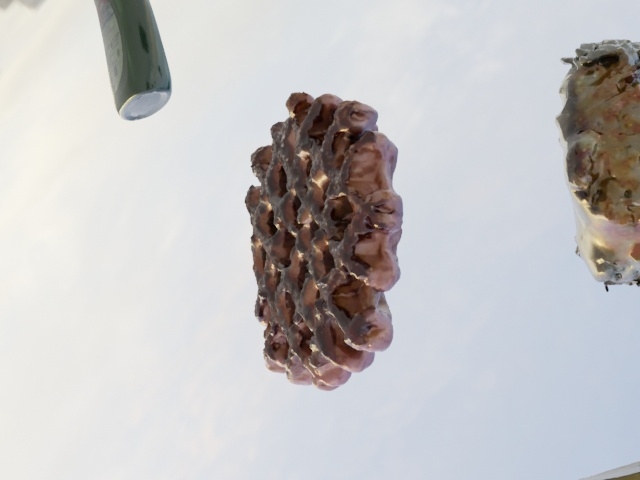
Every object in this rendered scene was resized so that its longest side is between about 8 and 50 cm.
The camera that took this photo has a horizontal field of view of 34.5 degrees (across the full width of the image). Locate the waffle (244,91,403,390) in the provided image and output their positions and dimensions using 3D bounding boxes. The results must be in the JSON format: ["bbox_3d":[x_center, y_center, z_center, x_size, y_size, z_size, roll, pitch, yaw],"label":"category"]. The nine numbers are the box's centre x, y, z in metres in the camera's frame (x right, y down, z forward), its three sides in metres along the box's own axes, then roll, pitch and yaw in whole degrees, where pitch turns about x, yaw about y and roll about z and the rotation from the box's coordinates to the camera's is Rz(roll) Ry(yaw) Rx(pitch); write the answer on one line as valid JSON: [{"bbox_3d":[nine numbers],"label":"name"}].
[{"bbox_3d":[0.000,0.000,0.764,0.234,0.056,0.221,151,-64,-65],"label":"waffle"}]

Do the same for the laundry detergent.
[{"bbox_3d":[-0.237,-0.258,1.241,0.137,0.063,0.210,145,-69,-67],"label":"laundry detergent"}]

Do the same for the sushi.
[{"bbox_3d":[0.479,-0.117,1.551,0.176,0.417,0.417,-6,-133,30],"label":"sushi"}]

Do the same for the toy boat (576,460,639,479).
[{"bbox_3d":[0.183,0.121,0.483,0.149,0.048,0.047,-16,170,3],"label":"toy boat"}]
